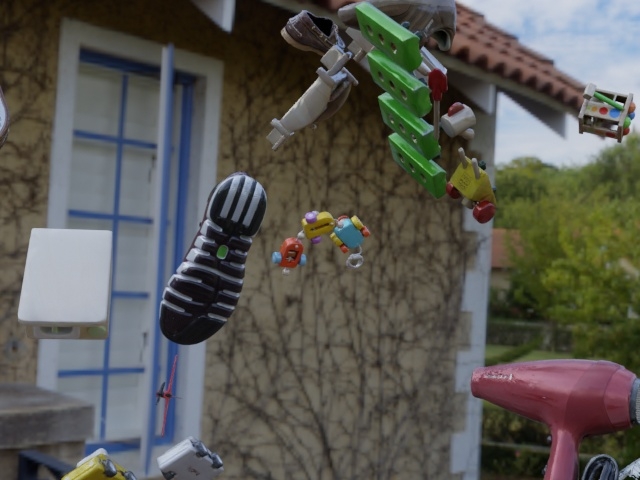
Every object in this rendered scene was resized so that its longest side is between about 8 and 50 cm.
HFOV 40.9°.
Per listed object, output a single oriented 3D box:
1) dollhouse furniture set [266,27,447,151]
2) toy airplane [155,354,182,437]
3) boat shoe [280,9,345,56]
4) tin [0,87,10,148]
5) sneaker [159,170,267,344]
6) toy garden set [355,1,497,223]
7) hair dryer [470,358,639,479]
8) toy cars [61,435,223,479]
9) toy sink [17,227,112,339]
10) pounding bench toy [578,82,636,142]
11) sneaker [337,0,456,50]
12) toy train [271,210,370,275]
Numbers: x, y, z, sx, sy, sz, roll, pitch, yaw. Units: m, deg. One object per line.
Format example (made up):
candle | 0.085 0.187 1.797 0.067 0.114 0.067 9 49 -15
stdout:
dollhouse furniture set | 0.043 -0.232 1.563 0.174 0.355 0.303 43 19 -3
toy airplane | -0.282 0.284 1.586 0.028 0.151 0.151 7 -1 4
boat shoe | 0.002 -0.424 1.765 0.073 0.073 0.207 -44 -15 23
tin | -0.457 -0.191 1.078 0.106 0.190 0.040 -17 -10 -34
sneaker | -0.160 0.018 1.331 0.106 0.282 0.162 25 13 -13
toy garden set | 0.138 -0.150 1.030 0.049 0.244 0.204 -30 45 -10
hair dryer | 0.258 0.221 0.906 0.223 0.080 0.293 -34 41 -4
toy cars | -0.361 0.460 1.759 0.393 0.176 0.087 0 45 -42
toy sink | -0.470 0.104 1.602 0.152 0.131 0.234 1 44 -12
pounding bench toy | 0.381 -0.174 1.136 0.065 0.052 0.083 17 -12 22
sneaker | 0.109 -0.281 1.125 0.188 0.071 0.066 -12 9 -32
toy train | 0.000 0.000 1.467 0.166 0.125 0.046 2 35 -25
